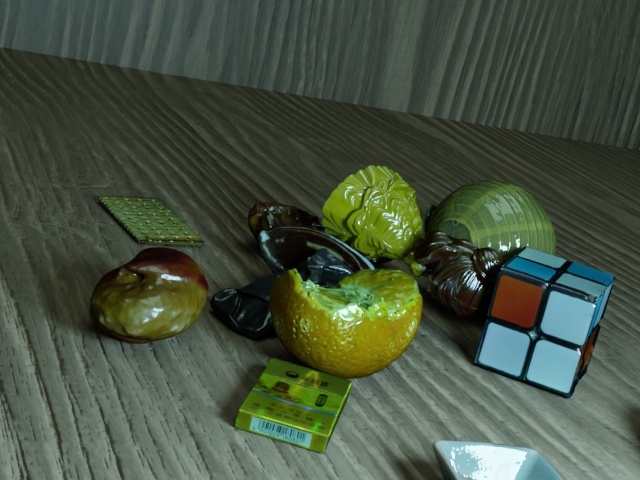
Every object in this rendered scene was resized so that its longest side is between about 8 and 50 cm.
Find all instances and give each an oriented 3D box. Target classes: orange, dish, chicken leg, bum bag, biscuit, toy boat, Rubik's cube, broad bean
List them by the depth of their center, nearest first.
[{"bbox_3d":[0.228,0.322,1.371,0.154,0.064,0.234,8,17,-17],"label":"dish"},{"bbox_3d":[-0.248,0.077,1.690,0.156,0.122,0.228,20,14,12],"label":"broad bean"},{"bbox_3d":[0.032,0.119,1.705,0.237,0.158,0.179,0,18,-44],"label":"orange"},{"bbox_3d":[-0.050,0.083,1.857,0.248,0.060,0.123,-28,44,-30],"label":"bum bag"},{"bbox_3d":[0.369,0.129,1.902,0.167,0.180,0.183,18,19,18],"label":"Rubik's cube"},{"bbox_3d":[0.006,0.054,2.008,0.262,0.114,0.115,24,-15,26],"label":"toy boat"},{"bbox_3d":[-0.318,-0.038,2.178,0.139,0.016,0.231,2,21,-32],"label":"biscuit"},{"bbox_3d":[0.000,0.000,2.213,0.304,0.093,0.113,16,33,-21],"label":"chicken leg"}]

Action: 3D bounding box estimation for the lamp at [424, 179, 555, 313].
[{"bbox_3d":[0.324,0.010,2.134,0.284,0.250,0.250,-1,22,-45],"label":"lamp"}]

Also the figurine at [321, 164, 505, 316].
[{"bbox_3d":[0.168,0.021,1.983,0.315,0.168,0.187,43,1,34],"label":"figurine"}]

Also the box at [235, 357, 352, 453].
[{"bbox_3d":[-0.032,0.219,1.562,0.121,0.030,0.193,16,18,6],"label":"box"}]
